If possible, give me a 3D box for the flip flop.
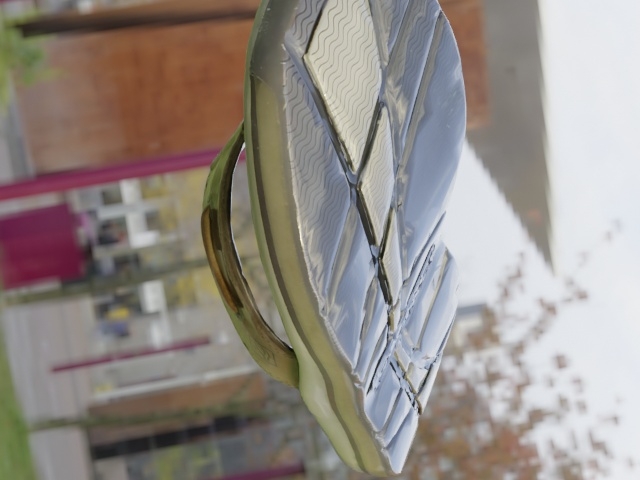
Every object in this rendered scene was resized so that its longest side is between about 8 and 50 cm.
[{"bbox_3d":[0.000,0.000,0.641,0.277,0.080,0.112,76,37,-62],"label":"flip flop"}]
